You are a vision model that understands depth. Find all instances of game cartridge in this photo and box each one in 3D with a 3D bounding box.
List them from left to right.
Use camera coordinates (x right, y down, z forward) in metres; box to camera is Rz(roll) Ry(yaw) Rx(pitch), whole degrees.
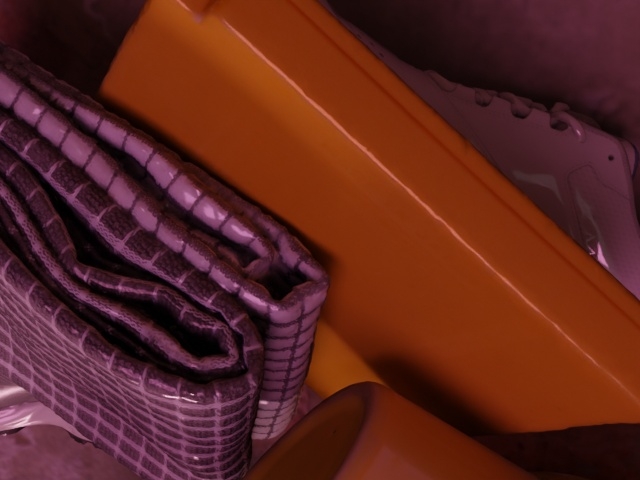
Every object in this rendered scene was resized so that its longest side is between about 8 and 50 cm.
[{"bbox_3d":[0.000,0.000,0.606,0.285,0.053,0.323,42,157,-8],"label":"game cartridge"}]

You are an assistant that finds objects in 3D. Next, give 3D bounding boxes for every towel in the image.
[{"bbox_3d":[-0.140,0.019,0.634,0.283,0.121,0.235,35,158,11],"label":"towel"}]

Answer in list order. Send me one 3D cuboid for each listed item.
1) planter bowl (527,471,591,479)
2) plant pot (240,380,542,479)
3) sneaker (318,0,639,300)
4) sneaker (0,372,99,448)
[{"bbox_3d":[0.135,0.250,0.767,0.217,0.090,0.217,0,97,-3],"label":"planter bowl"},{"bbox_3d":[0.058,0.211,0.584,0.239,0.254,0.254,42,123,-7],"label":"plant pot"},{"bbox_3d":[0.099,-0.040,0.639,0.297,0.111,0.129,41,107,-12],"label":"sneaker"},{"bbox_3d":[-0.213,0.084,0.811,0.271,0.100,0.108,-2,108,13],"label":"sneaker"}]
